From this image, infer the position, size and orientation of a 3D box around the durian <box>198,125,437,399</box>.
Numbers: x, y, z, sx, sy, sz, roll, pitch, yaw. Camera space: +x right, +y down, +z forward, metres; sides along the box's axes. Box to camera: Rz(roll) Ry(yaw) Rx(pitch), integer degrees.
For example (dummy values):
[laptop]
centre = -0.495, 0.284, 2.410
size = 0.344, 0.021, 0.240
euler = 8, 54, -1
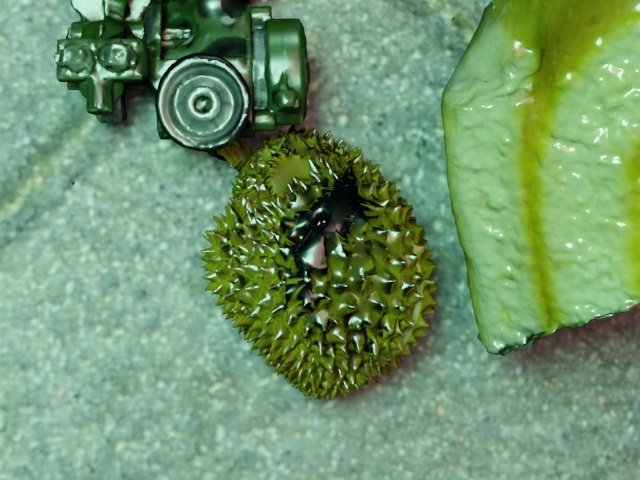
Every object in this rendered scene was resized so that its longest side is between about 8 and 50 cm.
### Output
[durian]
centre = 0.000, 0.000, 0.942
size = 0.193, 0.138, 0.237
euler = -41, 91, -17

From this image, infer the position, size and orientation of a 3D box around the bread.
[bread]
centre = 0.239, -0.112, 0.890
size = 0.395, 0.239, 0.264
euler = -27, 101, 25

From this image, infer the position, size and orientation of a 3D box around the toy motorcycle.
[toy motorcycle]
centre = -0.112, -0.198, 0.942
size = 0.205, 0.127, 0.275
euler = -2, 83, -3
